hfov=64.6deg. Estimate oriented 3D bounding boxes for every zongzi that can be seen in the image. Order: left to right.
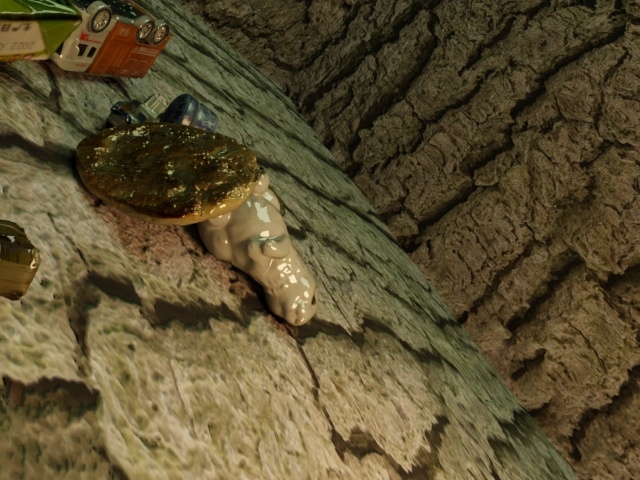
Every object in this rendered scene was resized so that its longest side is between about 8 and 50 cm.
[{"bbox_3d":[-0.441,-0.001,0.586,0.188,0.082,0.178,12,14,-41],"label":"zongzi"}]

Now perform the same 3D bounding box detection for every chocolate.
[{"bbox_3d":[-0.641,-0.449,0.879,0.301,0.137,0.288,47,32,3],"label":"chocolate"}]

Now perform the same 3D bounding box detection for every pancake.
[{"bbox_3d":[-0.289,-0.147,1.001,0.355,0.065,0.356,5,40,-4],"label":"pancake"}]

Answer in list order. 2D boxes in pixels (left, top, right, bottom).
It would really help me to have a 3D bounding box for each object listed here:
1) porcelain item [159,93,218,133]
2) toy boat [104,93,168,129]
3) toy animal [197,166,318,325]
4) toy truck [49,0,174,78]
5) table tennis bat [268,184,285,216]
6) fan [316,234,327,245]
[{"bbox_3d":[-0.362,-0.310,1.364,0.114,0.147,0.147,32,21,-40],"label":"porcelain item"},{"bbox_3d":[-0.427,-0.289,1.197,0.114,0.115,0.262,43,16,-15],"label":"toy boat"},{"bbox_3d":[-0.131,0.027,1.145,0.358,0.193,0.257,58,-13,-20],"label":"toy animal"},{"bbox_3d":[-0.554,-0.517,1.258,0.173,0.207,0.387,39,20,1],"label":"toy truck"},{"bbox_3d":[-0.220,-0.192,1.665,0.310,0.038,0.200,56,16,17],"label":"table tennis bat"},{"bbox_3d":[0.000,0.000,1.820,0.056,0.004,0.083,51,16,10],"label":"fan"}]
